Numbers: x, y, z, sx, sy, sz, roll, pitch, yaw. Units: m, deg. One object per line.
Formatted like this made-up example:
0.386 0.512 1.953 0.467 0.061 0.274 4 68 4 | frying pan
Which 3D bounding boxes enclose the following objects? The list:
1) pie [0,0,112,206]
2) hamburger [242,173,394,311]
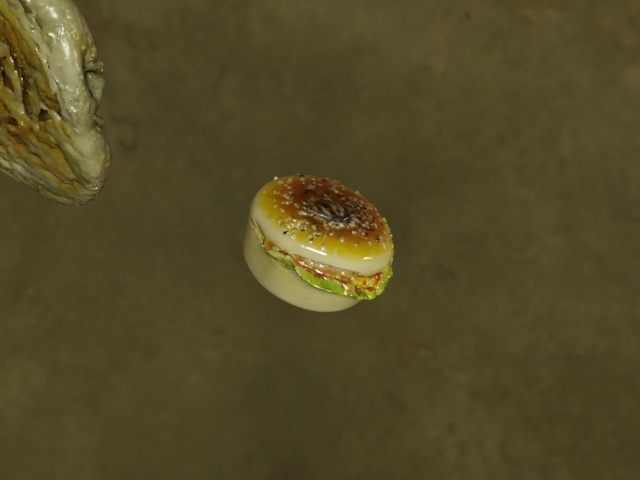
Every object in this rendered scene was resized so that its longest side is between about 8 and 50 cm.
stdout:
-0.329 -0.176 1.416 0.077 0.339 0.339 -40 95 -33 | pie
0.000 0.000 1.117 0.126 0.081 0.141 18 37 -9 | hamburger
